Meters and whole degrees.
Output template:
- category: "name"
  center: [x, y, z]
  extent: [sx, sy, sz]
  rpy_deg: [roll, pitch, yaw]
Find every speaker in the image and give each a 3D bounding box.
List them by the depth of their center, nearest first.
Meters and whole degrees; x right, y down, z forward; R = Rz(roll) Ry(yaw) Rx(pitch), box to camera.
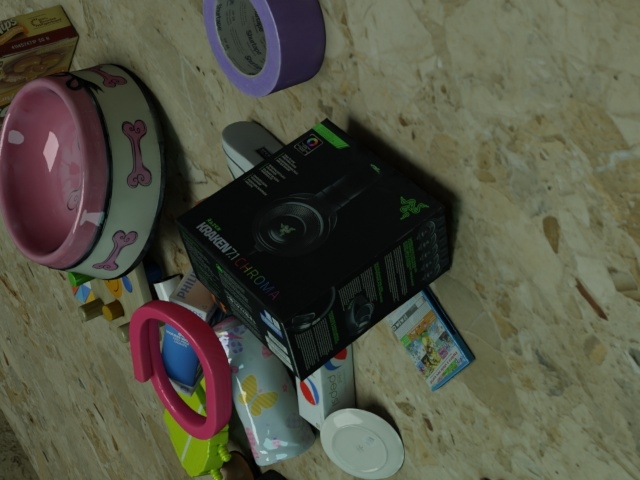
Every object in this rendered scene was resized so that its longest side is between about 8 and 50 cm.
- category: "speaker"
  center: [-0.280, 0.136, 2.230]
  extent: [0.055, 0.055, 0.136]
  rpy_deg: [-7, 104, 58]

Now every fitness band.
- category: "fitness band"
  center: [-0.240, 0.223, 1.974]
  extent: [0.209, 0.054, 0.291]
  rpy_deg: [28, 138, 28]

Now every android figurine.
- category: "android figurine"
  center: [-0.248, 0.356, 2.274]
  extent: [0.273, 0.056, 0.248]
  rpy_deg: [54, 136, 40]

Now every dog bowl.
- category: "dog bowl"
  center: [-0.458, -0.127, 2.103]
  extent: [0.408, 0.150, 0.408]
  rpy_deg: [3, 94, 47]

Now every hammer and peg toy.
- category: "hammer and peg toy"
  center: [-0.429, 0.022, 2.307]
  extent: [0.266, 0.127, 0.361]
  rpy_deg: [18, 125, 51]

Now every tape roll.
- category: "tape roll"
  center: [-0.081, -0.302, 1.600]
  extent: [0.189, 0.080, 0.189]
  rpy_deg: [36, 138, 41]

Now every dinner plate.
- category: "dinner plate"
  center: [0.064, 0.328, 1.807]
  extent: [0.141, 0.017, 0.141]
  rpy_deg: [10, 121, 17]

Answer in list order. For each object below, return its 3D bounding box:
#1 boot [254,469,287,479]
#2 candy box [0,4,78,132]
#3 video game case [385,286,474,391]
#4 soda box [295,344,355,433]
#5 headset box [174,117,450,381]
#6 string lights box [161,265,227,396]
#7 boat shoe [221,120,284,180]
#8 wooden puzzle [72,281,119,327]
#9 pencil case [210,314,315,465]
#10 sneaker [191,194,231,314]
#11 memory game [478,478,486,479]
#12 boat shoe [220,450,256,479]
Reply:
- category: "boot"
  center: [-0.095, 0.551, 2.069]
  extent: [0.338, 0.222, 0.118]
  rpy_deg: [11, 119, 54]
- category: "candy box"
  center: [-0.613, -0.330, 2.292]
  extent: [0.087, 0.183, 0.316]
  rpy_deg: [59, 149, 13]
- category: "video game case"
  center: [0.143, 0.122, 1.612]
  extent: [0.166, 0.015, 0.119]
  rpy_deg: [58, 148, 13]
- category: "soda box"
  center: [0.005, 0.198, 1.823]
  extent: [0.074, 0.069, 0.216]
  rpy_deg: [29, 133, 45]
- category: "headset box"
  center: [0.000, 0.000, 1.503]
  extent: [0.246, 0.283, 0.131]
  rpy_deg: [42, 157, 36]
- category: "string lights box"
  center: [-0.226, 0.152, 2.067]
  extent: [0.077, 0.133, 0.260]
  rpy_deg: [24, 138, 7]
- category: "boat shoe"
  center: [-0.070, -0.076, 1.726]
  extent: [0.267, 0.096, 0.088]
  rpy_deg: [43, 147, 35]
- category: "wooden puzzle"
  center: [-0.517, 0.079, 2.564]
  extent: [0.221, 0.044, 0.239]
  rpy_deg: [22, 129, 49]
- category: "pencil case"
  center: [-0.101, 0.253, 1.984]
  extent: [0.124, 0.113, 0.273]
  rpy_deg: [-52, -58, -75]
- category: "sneaker"
  center: [-0.100, 0.060, 1.861]
  extent: [0.321, 0.124, 0.180]
  rpy_deg: [44, 148, 50]
- category: "memory game"
  center: [0.275, 0.425, 1.621]
  extent: [0.186, 0.012, 0.186]
  rpy_deg: [35, 138, 39]
- category: "boat shoe"
  center: [-0.151, 0.517, 2.282]
  extent: [0.073, 0.073, 0.207]
  rpy_deg: [-39, -66, -80]
